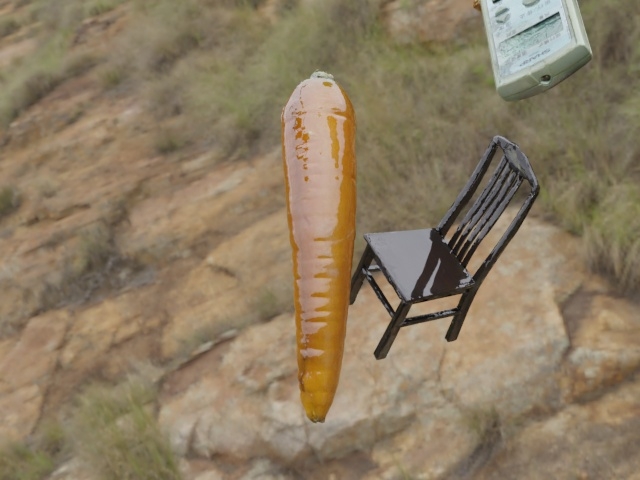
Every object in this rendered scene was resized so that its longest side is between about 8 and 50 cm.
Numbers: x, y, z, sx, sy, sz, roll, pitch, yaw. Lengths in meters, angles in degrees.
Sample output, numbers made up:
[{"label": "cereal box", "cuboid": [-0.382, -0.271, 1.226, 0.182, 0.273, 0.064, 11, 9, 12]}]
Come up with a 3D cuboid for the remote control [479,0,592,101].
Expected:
[{"label": "remote control", "cuboid": [0.216, -0.248, 0.985, 0.098, 0.038, 0.234, -26, 46, 29]}]

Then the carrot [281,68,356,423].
[{"label": "carrot", "cuboid": [0.000, 0.000, 0.711, 0.066, 0.271, 0.062, -10, -13, 39]}]

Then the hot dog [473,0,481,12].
[{"label": "hot dog", "cuboid": [0.223, -0.282, 1.081, 0.049, 0.037, 0.122, 15, -8, -34]}]

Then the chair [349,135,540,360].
[{"label": "chair", "cuboid": [0.105, 0.004, 0.854, 0.101, 0.213, 0.084, -9, 49, -30]}]
